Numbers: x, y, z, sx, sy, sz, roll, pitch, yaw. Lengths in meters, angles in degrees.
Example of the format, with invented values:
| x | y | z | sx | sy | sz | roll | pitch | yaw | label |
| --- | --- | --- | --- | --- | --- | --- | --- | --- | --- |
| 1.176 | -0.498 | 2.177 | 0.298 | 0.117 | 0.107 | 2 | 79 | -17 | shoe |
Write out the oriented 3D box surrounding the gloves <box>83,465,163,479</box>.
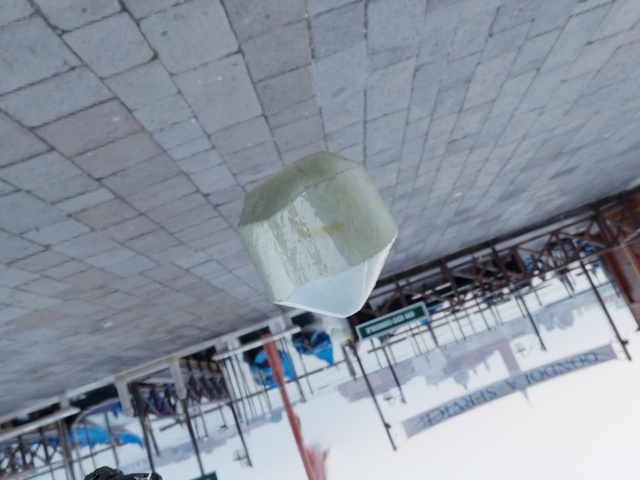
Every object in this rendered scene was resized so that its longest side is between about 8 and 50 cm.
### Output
| x | y | z | sx | sy | sz | roll | pitch | yaw | label |
| --- | --- | --- | --- | --- | --- | --- | --- | --- | --- |
| -0.307 | 0.453 | 0.914 | 0.181 | 0.128 | 0.106 | 5 | 162 | 22 | gloves |

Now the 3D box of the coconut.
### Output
| x | y | z | sx | sy | sz | roll | pitch | yaw | label |
| --- | --- | --- | --- | --- | --- | --- | --- | --- | --- |
| 0.000 | 0.000 | 0.752 | 0.202 | 0.221 | 0.202 | -27 | -171 | 5 | coconut |
